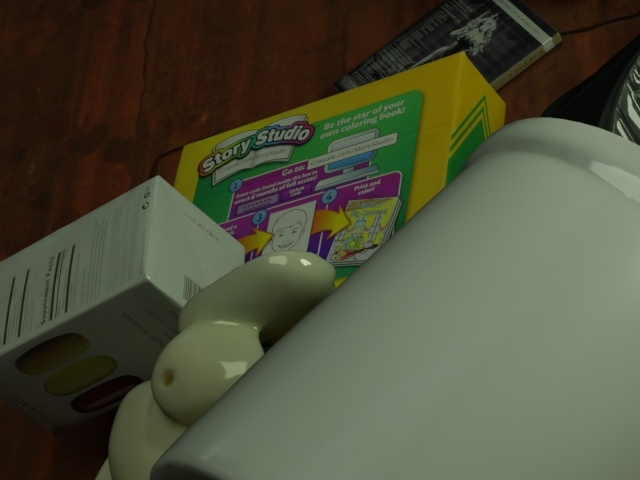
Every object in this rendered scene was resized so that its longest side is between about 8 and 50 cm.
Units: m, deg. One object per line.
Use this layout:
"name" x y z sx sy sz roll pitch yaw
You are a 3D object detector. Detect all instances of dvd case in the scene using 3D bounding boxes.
"dvd case" 0.138 -0.196 2.127 0.221 0.018 0.164 -38 42 -1

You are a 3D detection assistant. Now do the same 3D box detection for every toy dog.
"toy dog" -0.065 0.270 1.664 0.395 0.284 0.408 -19 48 17

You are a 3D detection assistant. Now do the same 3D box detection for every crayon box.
"crayon box" 0.000 0.000 1.950 0.363 0.106 0.313 -16 45 31

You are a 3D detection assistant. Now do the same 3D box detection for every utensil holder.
"utensil holder" 0.114 0.149 1.393 0.385 0.328 0.327 -40 42 -25

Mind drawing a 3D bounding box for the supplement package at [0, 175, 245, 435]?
"supplement package" -0.210 0.068 1.877 0.244 0.139 0.134 -27 41 28

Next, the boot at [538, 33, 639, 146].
"boot" 0.258 -0.076 1.679 0.367 0.146 0.445 -46 4 -31
